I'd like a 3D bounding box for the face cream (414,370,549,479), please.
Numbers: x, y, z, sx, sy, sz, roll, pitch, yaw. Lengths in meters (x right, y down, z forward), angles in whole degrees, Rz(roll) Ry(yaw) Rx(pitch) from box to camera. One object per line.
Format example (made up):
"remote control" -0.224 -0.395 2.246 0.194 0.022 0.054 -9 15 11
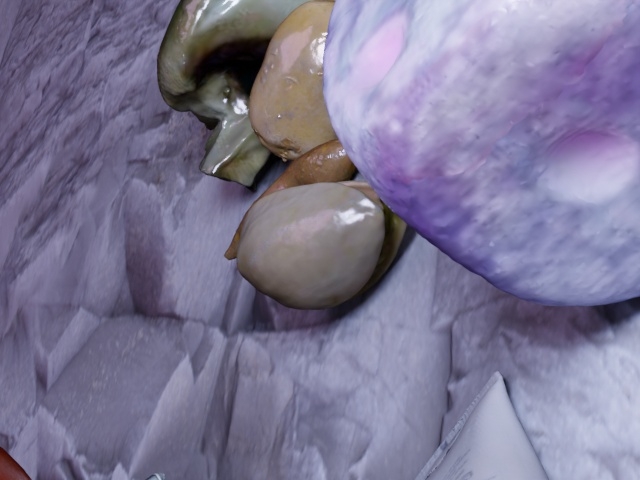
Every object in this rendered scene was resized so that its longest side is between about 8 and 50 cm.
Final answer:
"face cream" 0.117 0.196 1.339 0.143 0.089 0.314 -56 17 8

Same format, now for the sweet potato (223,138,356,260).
"sweet potato" -0.027 -0.046 1.921 0.218 0.051 0.065 -40 17 36

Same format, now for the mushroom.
"mushroom" -0.089 -0.219 2.082 0.292 0.212 0.217 -64 26 7

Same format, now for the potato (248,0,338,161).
"potato" -0.007 -0.165 1.945 0.178 0.118 0.109 -63 10 8

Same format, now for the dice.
"dice" 0.180 -0.137 1.370 0.270 0.270 0.271 -43 29 28

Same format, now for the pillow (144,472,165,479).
"pillow" -0.170 0.293 1.786 0.091 0.055 0.136 32 94 34

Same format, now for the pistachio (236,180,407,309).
"pistachio" 0.000 0.000 1.726 0.185 0.124 0.124 -30 36 35

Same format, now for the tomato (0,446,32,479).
"tomato" -0.377 0.380 1.976 0.338 0.143 0.338 -46 22 26
